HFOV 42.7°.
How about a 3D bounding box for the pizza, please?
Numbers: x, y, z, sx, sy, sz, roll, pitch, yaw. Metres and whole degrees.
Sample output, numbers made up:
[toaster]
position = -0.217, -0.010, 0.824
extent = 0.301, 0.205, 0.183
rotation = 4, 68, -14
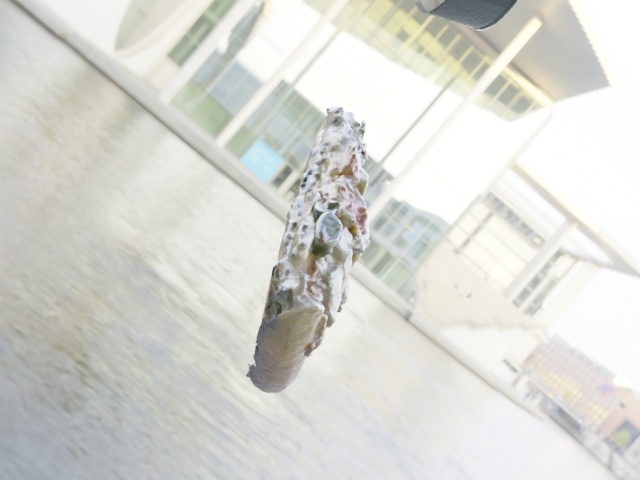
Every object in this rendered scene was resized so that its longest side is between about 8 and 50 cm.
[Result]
[pizza]
position = 0.000, 0.000, 0.515
extent = 0.052, 0.195, 0.185
rotation = 17, -22, -4

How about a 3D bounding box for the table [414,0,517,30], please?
[table]
position = 0.105, -0.209, 0.537
extent = 0.043, 0.133, 0.133
rotation = 11, 10, -15
